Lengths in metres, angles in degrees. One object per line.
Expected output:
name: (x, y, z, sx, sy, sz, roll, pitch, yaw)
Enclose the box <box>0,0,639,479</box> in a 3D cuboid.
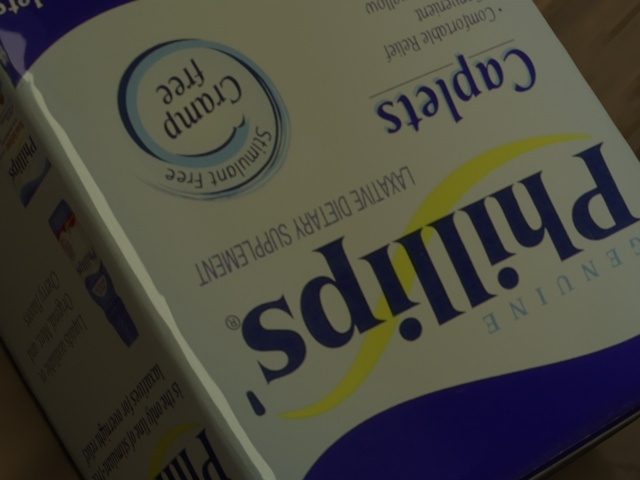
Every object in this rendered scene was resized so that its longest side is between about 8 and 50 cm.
box: (0.000, 0.000, 0.401, 0.126, 0.072, 0.137, -26, 78, -33)
